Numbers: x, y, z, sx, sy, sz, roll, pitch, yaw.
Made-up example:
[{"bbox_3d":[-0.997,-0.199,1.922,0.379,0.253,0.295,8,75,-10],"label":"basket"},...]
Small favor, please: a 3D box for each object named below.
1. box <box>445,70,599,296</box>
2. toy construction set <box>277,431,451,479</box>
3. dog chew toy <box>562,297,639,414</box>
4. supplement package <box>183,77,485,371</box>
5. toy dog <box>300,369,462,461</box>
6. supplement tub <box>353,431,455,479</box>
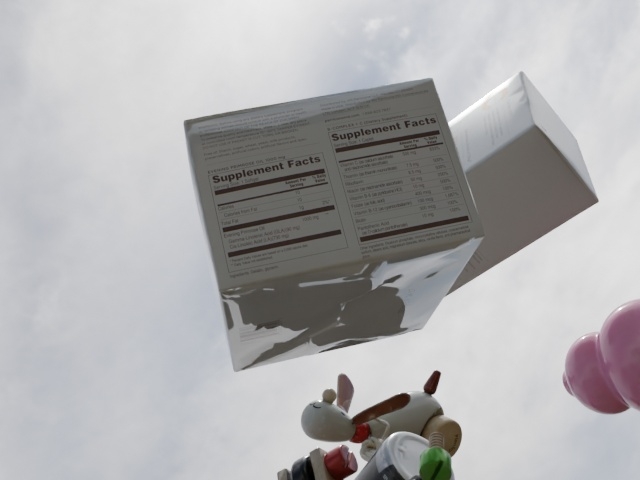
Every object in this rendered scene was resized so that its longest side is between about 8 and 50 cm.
[{"bbox_3d":[0.241,-0.077,1.295,0.345,0.215,0.168,-35,-68,26],"label":"box"},{"bbox_3d":[0.001,0.386,0.859,0.309,0.237,0.257,-6,-64,11],"label":"toy construction set"},{"bbox_3d":[0.511,0.165,1.174,0.207,0.206,0.332,12,-32,-42],"label":"dog chew toy"},{"bbox_3d":[0.000,0.000,0.708,0.204,0.145,0.262,-11,-21,-8],"label":"supplement package"},{"bbox_3d":[0.130,0.309,1.486,0.334,0.220,0.161,18,-96,-56],"label":"toy dog"},{"bbox_3d":[0.094,0.372,1.122,0.117,0.117,0.190,7,-53,-40],"label":"supplement tub"}]
